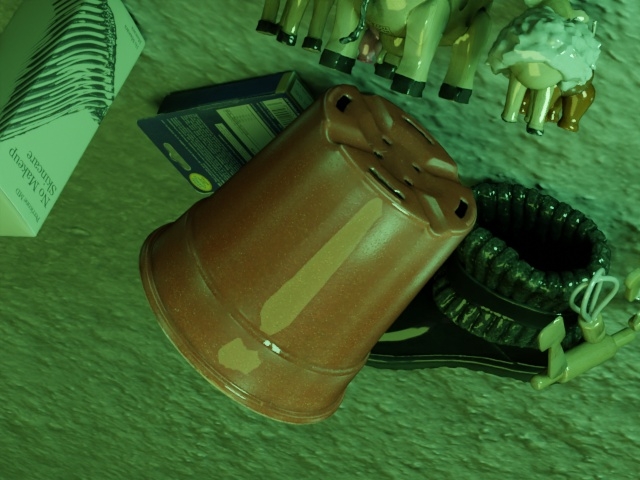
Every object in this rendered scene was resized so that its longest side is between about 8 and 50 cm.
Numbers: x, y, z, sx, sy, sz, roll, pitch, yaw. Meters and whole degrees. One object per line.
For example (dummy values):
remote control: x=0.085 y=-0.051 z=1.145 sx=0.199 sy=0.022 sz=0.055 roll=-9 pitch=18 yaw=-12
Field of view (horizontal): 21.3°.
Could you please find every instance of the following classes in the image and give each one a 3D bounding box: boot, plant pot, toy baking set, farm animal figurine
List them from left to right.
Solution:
plant pot: x=0.000 y=0.000 z=1.738 sx=0.272 sy=0.272 sz=0.265 roll=34 pitch=118 yaw=-17
farm animal figurine: x=0.090 y=-0.218 z=1.459 sx=0.330 sy=0.172 sz=0.327 roll=18 pitch=-170 yaw=9
boot: x=0.139 y=0.039 z=1.864 sx=0.348 sy=0.131 sz=0.260 roll=5 pitch=153 yaw=9
toy baking set: x=0.291 y=0.078 z=1.769 sx=0.030 sy=0.256 sz=0.197 roll=48 pitch=143 yaw=25

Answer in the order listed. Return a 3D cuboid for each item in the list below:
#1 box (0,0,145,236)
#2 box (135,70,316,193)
box: x=-0.290 y=-0.141 z=1.737 sx=0.094 sy=0.275 sz=0.113 roll=3 pitch=143 yaw=30
box: x=-0.083 y=-0.115 z=1.871 sx=0.225 sy=0.036 sz=0.136 roll=-7 pitch=137 yaw=38
